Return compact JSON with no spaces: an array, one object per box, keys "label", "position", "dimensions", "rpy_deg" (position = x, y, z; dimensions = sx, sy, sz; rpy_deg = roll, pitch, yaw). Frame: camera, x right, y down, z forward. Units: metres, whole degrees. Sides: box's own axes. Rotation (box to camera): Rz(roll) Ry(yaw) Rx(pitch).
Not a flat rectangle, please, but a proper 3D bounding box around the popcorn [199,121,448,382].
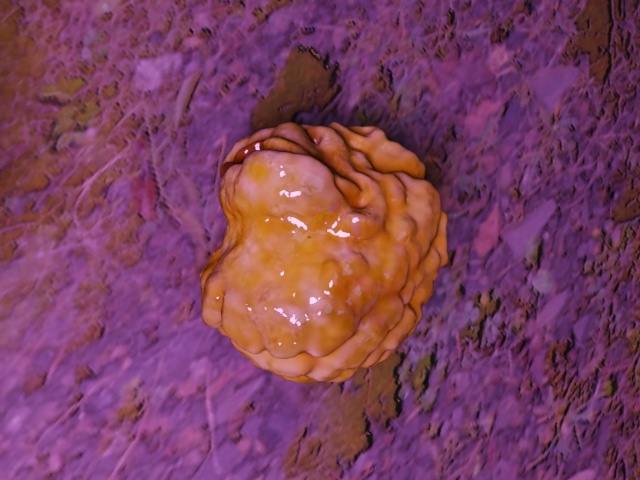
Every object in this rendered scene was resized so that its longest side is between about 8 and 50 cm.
[{"label":"popcorn","position":[0.000,0.000,0.989],"dimensions":[0.226,0.200,0.203],"rpy_deg":[-24,129,-9]}]
